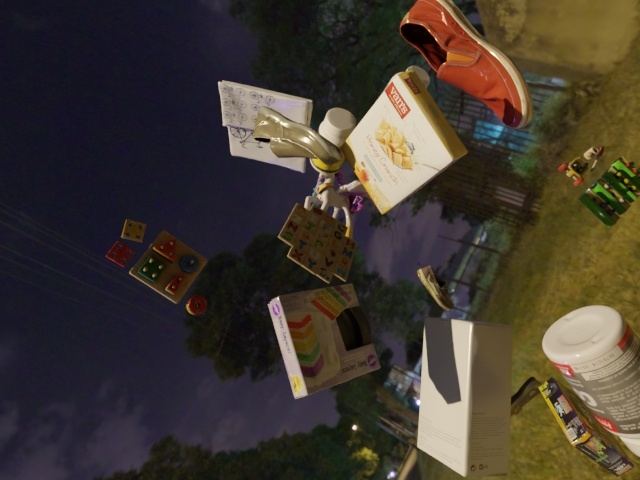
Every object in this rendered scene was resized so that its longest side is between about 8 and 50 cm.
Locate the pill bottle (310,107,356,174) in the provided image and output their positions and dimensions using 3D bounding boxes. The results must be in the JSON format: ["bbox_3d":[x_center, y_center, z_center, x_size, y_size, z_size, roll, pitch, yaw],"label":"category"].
[{"bbox_3d":[0.042,-0.329,1.400,0.119,0.119,0.208,-48,-10,-33],"label":"pill bottle"}]

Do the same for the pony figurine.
[{"bbox_3d":[0.091,-0.182,1.855,0.350,0.302,0.364,19,-107,-29],"label":"pony figurine"}]

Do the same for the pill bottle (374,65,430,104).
[{"bbox_3d":[0.293,-0.513,1.547,0.146,0.146,0.264,-50,0,-29],"label":"pill bottle"}]

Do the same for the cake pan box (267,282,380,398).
[{"bbox_3d":[0.016,0.247,1.086,0.266,0.246,0.070,-3,-20,-39],"label":"cake pan box"}]

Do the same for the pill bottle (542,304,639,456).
[{"bbox_3d":[0.603,0.287,0.848,0.161,0.283,0.161,-39,3,3],"label":"pill bottle"}]

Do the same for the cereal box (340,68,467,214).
[{"bbox_3d":[0.142,-0.171,0.789,0.047,0.173,0.240,-28,-7,-27],"label":"cereal box"}]

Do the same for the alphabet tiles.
[{"bbox_3d":[0.000,0.000,1.528,0.011,0.285,0.343,-49,11,36],"label":"alphabet tiles"}]

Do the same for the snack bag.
[{"bbox_3d":[-0.199,-0.396,1.519,0.343,0.322,0.037,100,-176,-54],"label":"snack bag"}]

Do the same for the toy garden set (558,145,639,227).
[{"bbox_3d":[0.796,-0.182,1.166,0.244,0.204,0.049,-36,-12,-25],"label":"toy garden set"}]

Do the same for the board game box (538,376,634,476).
[{"bbox_3d":[0.583,0.407,0.933,0.048,0.141,0.170,-52,10,20],"label":"board game box"}]

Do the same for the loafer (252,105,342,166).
[{"bbox_3d":[-0.058,-0.214,0.931,0.094,0.251,0.087,18,-76,-56],"label":"loafer"}]

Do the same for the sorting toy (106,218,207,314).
[{"bbox_3d":[-0.365,0.054,1.005,0.046,0.274,0.132,-27,29,56],"label":"sorting toy"}]

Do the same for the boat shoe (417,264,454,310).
[{"bbox_3d":[0.322,0.129,1.138,0.049,0.152,0.056,-35,21,24],"label":"boat shoe"}]

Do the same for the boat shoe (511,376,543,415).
[{"bbox_3d":[0.582,0.464,1.211,0.153,0.048,0.056,-52,-17,5],"label":"boat shoe"}]

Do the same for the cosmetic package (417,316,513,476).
[{"bbox_3d":[0.400,0.414,1.175,0.217,0.156,0.385,170,108,-68],"label":"cosmetic package"}]

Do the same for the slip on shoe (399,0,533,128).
[{"bbox_3d":[0.279,-0.339,0.820,0.101,0.331,0.123,-38,-10,-1],"label":"slip on shoe"}]
